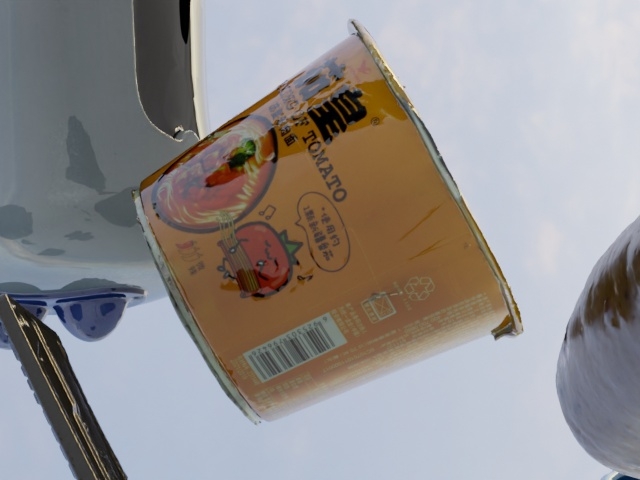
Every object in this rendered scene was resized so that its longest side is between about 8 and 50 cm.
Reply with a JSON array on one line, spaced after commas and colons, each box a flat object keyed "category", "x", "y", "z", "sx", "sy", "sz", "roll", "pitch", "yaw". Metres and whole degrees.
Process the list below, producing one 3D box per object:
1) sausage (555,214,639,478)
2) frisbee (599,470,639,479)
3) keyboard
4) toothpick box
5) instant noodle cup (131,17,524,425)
[{"category": "sausage", "x": 0.207, "y": 0.016, "z": 0.598, "sx": 0.123, "sy": 0.501, "sz": 0.136, "roll": -6, "pitch": -107, "yaw": -8}, {"category": "frisbee", "x": 0.379, "y": 0.312, "z": 1.330, "sx": 0.242, "sy": 0.242, "sz": 0.045, "roll": 5, "pitch": -63, "yaw": -42}, {"category": "keyboard", "x": -0.083, "y": 0.086, "z": 0.504, "sx": 0.010, "sy": 0.155, "sz": 0.053, "roll": -34, "pitch": -30, "yaw": 0}, {"category": "toothpick box", "x": -0.207, "y": -0.090, "z": 1.087, "sx": 0.263, "sy": 0.263, "sz": 0.355, "roll": 7, "pitch": -110, "yaw": -42}, {"category": "instant noodle cup", "x": 0.000, "y": 0.000, "z": 0.805, "sx": 0.172, "sy": 0.216, "sz": 0.216, "roll": -29, "pitch": -61, "yaw": 2}]
